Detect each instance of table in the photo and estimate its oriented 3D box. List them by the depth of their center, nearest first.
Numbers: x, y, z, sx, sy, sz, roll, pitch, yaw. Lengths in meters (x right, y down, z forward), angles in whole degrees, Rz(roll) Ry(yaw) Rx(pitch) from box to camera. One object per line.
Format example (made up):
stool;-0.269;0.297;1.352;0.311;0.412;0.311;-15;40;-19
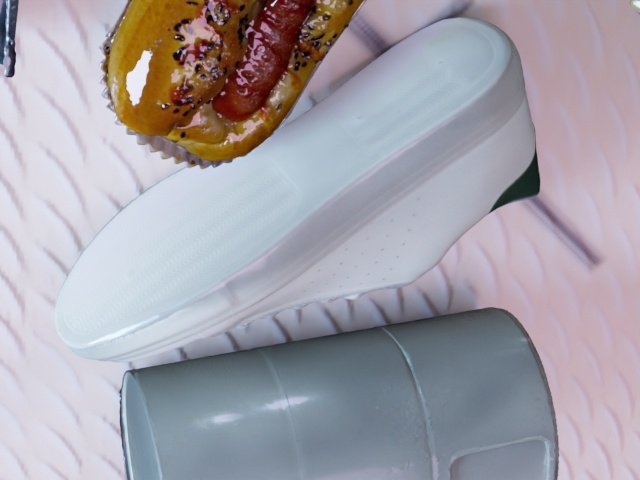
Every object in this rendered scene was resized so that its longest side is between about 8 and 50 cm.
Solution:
table;0.008;0.114;0.812;0.220;0.126;0.126;-8;130;-17

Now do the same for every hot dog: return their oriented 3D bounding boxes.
hot dog;-0.024;-0.114;0.659;0.108;0.059;0.191;21;115;-39

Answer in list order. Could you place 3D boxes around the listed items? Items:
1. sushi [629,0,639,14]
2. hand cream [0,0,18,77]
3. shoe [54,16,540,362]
sushi;0.252;-0.112;0.549;0.240;0.351;0.396;-29;178;24
hand cream;-0.237;-0.100;0.576;0.248;0.052;0.075;-4;140;-27
shoe;0.000;0.000;0.738;0.265;0.095;0.110;-33;133;2
